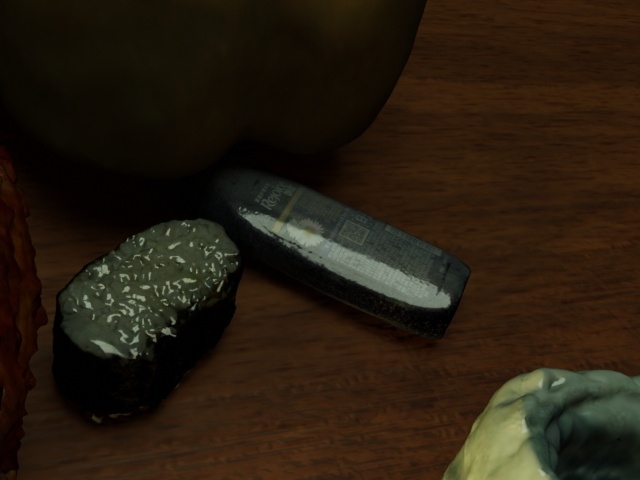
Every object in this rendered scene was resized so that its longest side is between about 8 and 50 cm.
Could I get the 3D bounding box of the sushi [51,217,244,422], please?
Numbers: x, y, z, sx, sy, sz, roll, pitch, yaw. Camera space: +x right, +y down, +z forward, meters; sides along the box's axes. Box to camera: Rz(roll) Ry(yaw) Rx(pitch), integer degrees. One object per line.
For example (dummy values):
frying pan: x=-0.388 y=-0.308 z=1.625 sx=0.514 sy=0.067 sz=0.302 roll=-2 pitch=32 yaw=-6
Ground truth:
sushi: x=-0.113 y=0.047 z=0.626 sx=0.090 sy=0.078 sz=0.150 roll=26 pitch=44 yaw=15

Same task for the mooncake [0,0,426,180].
mooncake: x=-0.132 y=-0.260 z=0.771 sx=0.467 sy=0.262 sz=0.467 roll=9 pitch=33 yaw=-6

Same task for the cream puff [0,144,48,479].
cream puff: x=-0.301 y=0.044 z=0.449 sx=0.350 sy=0.228 sz=0.350 roll=6 pitch=69 yaw=-16

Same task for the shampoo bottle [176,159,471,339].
shampoo bottle: x=0.000 y=0.000 z=0.736 sx=0.234 sy=0.049 sz=0.087 roll=25 pitch=41 yaw=5

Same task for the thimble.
thimble: x=0.182 y=0.184 z=0.517 sx=0.250 sy=0.172 sz=0.205 roll=27 pitch=32 yaw=10
